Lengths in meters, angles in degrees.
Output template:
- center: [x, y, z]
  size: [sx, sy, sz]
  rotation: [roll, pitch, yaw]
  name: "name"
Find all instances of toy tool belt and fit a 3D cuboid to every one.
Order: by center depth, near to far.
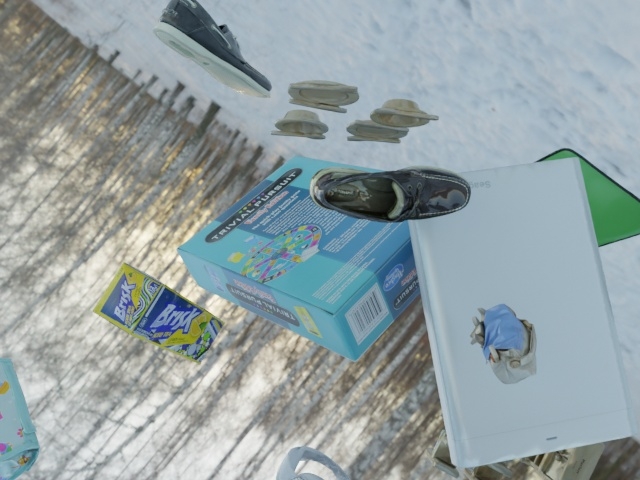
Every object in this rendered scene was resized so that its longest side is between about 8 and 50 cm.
- center: [0.155, 0.079, 0.553]
  size: [0.051, 0.052, 0.083]
  rotation: [41, -150, -27]
  name: "toy tool belt"

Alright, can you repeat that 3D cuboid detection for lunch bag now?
- center: [-0.692, 0.390, 1.287]
  size: [0.223, 0.262, 0.160]
  rotation: [57, -177, 28]
  name: "lunch bag"

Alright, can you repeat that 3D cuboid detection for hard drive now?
- center: [0.216, 0.072, 0.706]
  size: [0.040, 0.202, 0.308]
  rotation: [126, 135, -80]
  name: "hard drive"

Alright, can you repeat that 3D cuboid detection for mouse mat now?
- center: [0.355, -0.052, 0.888]
  size: [0.189, 0.007, 0.152]
  rotation: [33, 155, -13]
  name: "mouse mat"

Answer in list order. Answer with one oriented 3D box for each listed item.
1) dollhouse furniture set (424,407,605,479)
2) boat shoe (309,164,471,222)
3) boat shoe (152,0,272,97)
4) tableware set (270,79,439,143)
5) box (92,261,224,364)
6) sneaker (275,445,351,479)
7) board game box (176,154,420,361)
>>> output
- center: [0.319, 0.314, 1.090]
  size: [0.242, 0.212, 0.161]
  rotation: [28, 177, -2]
  name: "dollhouse furniture set"
- center: [0.067, -0.038, 0.584]
  size: [0.152, 0.056, 0.049]
  rotation: [-2, -158, -7]
  name: "boat shoe"
- center: [-0.150, -0.295, 1.000]
  size: [0.084, 0.079, 0.233]
  rotation: [15, 170, 41]
  name: "boat shoe"
- center: [0.029, -0.117, 0.616]
  size: [0.141, 0.020, 0.168]
  rotation: [6, 175, -10]
  name: "tableware set"
- center: [-0.166, 0.083, 0.689]
  size: [0.054, 0.059, 0.169]
  rotation: [26, 168, 20]
  name: "box"
- center: [-0.013, 0.271, 0.281]
  size: [0.210, 0.137, 0.366]
  rotation: [46, -142, -5]
  name: "sneaker"
- center: [0.000, 0.000, 0.872]
  size: [0.336, 0.253, 0.079]
  rotation: [17, 140, 46]
  name: "board game box"
